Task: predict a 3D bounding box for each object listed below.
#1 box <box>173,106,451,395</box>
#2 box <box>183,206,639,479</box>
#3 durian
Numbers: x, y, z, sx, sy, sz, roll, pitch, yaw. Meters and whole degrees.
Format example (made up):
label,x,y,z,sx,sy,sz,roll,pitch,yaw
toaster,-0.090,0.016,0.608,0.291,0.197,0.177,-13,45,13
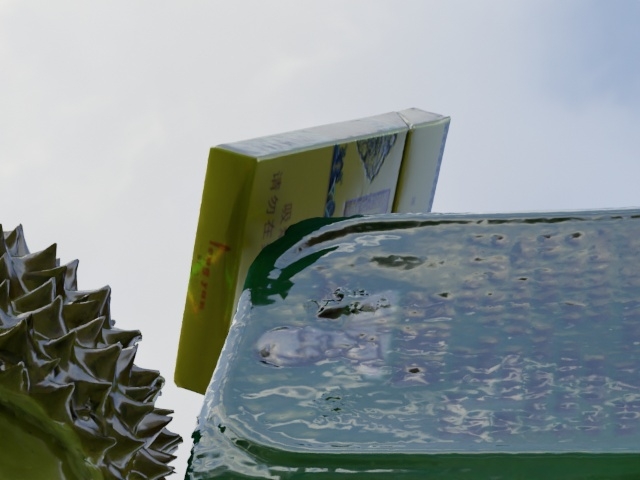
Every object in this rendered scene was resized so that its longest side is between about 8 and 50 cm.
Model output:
label,x,y,z,sx,sy,sz,roll,pitch,yaw
box,0.000,0.000,1.214,0.041,0.279,0.153,17,-74,25
box,0.117,0.087,1.000,0.337,0.264,0.106,-2,-60,12
durian,-0.187,0.072,0.921,0.306,0.172,0.166,30,-74,-22
